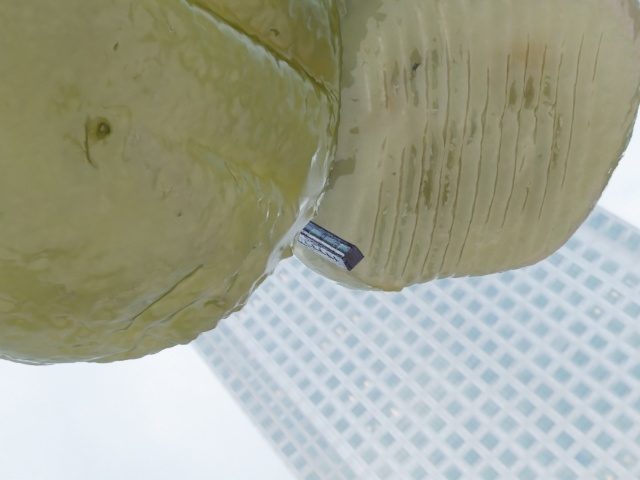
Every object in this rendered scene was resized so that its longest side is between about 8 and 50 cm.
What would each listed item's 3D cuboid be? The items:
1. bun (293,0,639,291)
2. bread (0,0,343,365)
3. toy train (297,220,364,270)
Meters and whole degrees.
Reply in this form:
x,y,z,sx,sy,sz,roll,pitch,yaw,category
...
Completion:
x,y,z,sx,sy,sz,roll,pitch,yaw,category
0.094,-0.124,1.120,0.361,0.213,0.361,-13,-54,-18,bun
-0.122,-0.095,0.672,0.237,0.320,0.320,-21,-55,22,bread
0.000,0.000,0.978,0.017,0.083,0.017,-46,-52,-12,toy train
